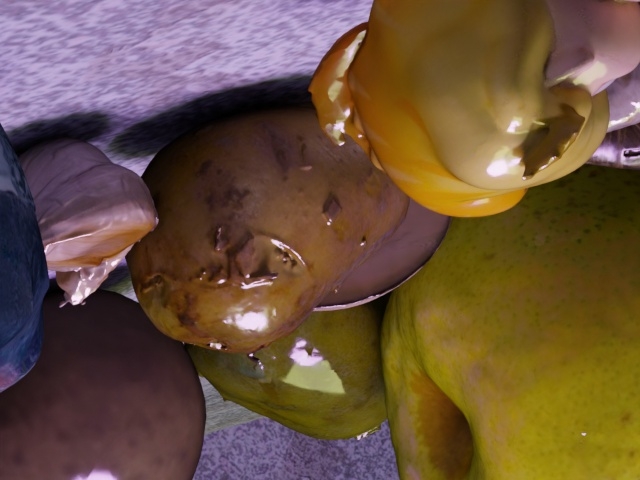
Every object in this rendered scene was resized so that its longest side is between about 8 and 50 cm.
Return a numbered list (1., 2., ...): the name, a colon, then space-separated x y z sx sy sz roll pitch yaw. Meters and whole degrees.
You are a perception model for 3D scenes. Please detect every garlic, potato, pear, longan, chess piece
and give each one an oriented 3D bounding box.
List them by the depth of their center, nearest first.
1. garlic: -0.139 -0.015 1.016 0.113 0.074 0.094 -18 159 36
2. potato: -0.033 -0.015 1.086 0.137 0.137 0.176 -26 -169 44
3. chess piece: 0.000 0.000 1.323 0.139 0.124 0.307 -47 178 -6
4. pear: 0.242 0.096 1.462 0.391 0.391 0.391 -17 172 -3
5. longan: -0.203 0.142 1.483 0.246 0.215 0.246 -16 131 -19
6. potato: -0.012 0.079 1.602 0.186 0.148 0.253 20 166 16

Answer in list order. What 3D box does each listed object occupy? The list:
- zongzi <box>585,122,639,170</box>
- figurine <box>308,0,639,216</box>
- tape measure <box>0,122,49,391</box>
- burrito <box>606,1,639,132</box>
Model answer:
1. zongzi: 0.233 -0.082 1.343 0.184 0.084 0.187 -13 177 11
2. figurine: 0.108 -0.100 0.863 0.246 0.131 0.156 -38 -156 24
3. tape measure: -0.254 0.032 0.837 0.275 0.147 0.256 -15 172 -11
4. burrito: 0.173 -0.105 1.109 0.275 0.082 0.059 -22 141 13
